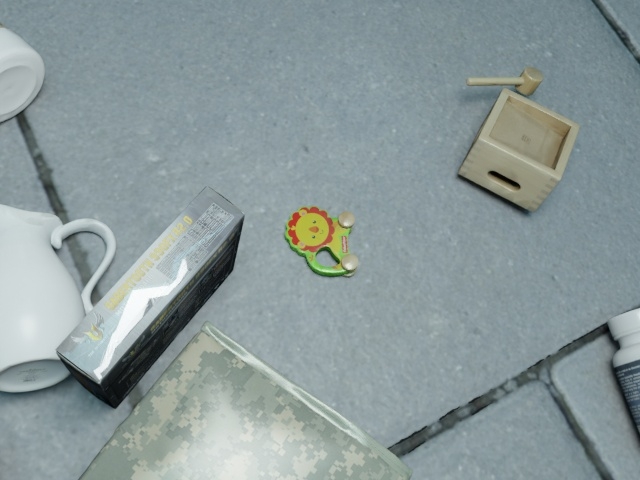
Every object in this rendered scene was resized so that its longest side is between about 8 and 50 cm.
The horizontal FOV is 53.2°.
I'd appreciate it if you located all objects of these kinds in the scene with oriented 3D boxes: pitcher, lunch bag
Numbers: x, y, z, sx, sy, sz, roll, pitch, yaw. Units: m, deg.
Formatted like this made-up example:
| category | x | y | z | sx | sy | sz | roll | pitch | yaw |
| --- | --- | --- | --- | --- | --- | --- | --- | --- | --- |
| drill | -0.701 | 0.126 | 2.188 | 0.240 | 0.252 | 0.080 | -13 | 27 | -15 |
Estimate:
| category | x | y | z | sx | sy | sz | roll | pitch | yaw |
| --- | --- | --- | --- | --- | --- | --- | --- | --- | --- |
| pitcher | -0.317 | 0.058 | 0.741 | 0.177 | 0.125 | 0.207 | -3 | 56 | -30 |
| lunch bag | -0.076 | 0.267 | 0.669 | 0.287 | 0.169 | 0.235 | 34 | 65 | 8 |

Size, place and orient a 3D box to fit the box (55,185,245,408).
| category | x | y | z | sx | sy | sz | roll | pitch | yaw |
| --- | --- | --- | --- | --- | --- | --- | --- | --- | --- |
| box | -0.182 | 0.070 | 0.721 | 0.056 | 0.183 | 0.231 | 36 | 66 | 4 |

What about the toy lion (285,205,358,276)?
| category | x | y | z | sx | sy | sz | roll | pitch | yaw |
| --- | --- | --- | --- | --- | --- | --- | --- | --- | --- |
| toy lion | 0.000 | 0.000 | 0.874 | 0.096 | 0.034 | 0.100 | -2 | 68 | -5 |

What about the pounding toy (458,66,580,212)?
| category | x | y | z | sx | sy | sz | roll | pitch | yaw |
| --- | --- | --- | --- | --- | --- | --- | --- | --- | --- |
| pounding toy | 0.287 | -0.172 | 0.977 | 0.181 | 0.094 | 0.206 | 28 | 55 | 6 |

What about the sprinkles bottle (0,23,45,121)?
| category | x | y | z | sx | sy | sz | roll | pitch | yaw |
| --- | --- | --- | --- | --- | --- | --- | --- | --- | --- |
| sprinkles bottle | -0.529 | -0.307 | 0.839 | 0.355 | 0.121 | 0.121 | 41 | 66 | 7 |

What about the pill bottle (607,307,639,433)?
| category | x | y | z | sx | sy | sz | roll | pitch | yaw |
| --- | --- | --- | --- | --- | --- | --- | --- | --- | --- |
| pill bottle | 0.456 | 0.181 | 0.852 | 0.108 | 0.108 | 0.180 | -9 | 69 | -15 |
